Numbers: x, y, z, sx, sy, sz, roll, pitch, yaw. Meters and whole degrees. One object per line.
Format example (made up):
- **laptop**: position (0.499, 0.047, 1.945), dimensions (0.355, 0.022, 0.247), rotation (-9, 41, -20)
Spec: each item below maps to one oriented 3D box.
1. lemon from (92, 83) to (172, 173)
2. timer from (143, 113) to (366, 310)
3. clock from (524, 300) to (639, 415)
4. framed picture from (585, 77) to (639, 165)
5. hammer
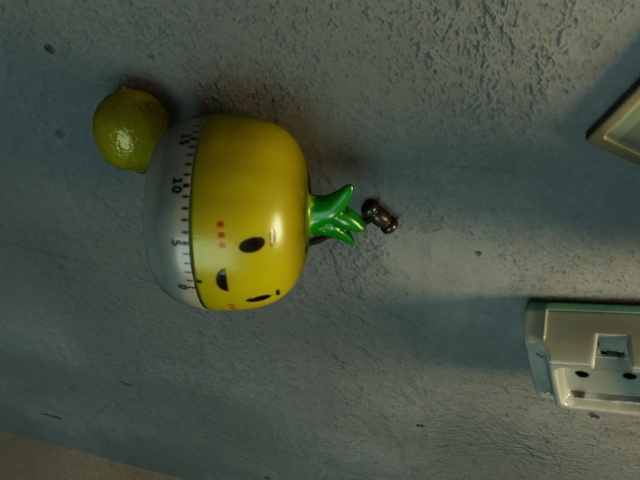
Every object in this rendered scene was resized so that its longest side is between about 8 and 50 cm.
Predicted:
- **lemon**: position (-0.258, -0.150, 0.981), dimensions (0.109, 0.109, 0.133), rotation (5, 127, 18)
- **timer**: position (-0.073, -0.036, 0.934), dimensions (0.285, 0.285, 0.285), rotation (12, 144, 9)
- **clock**: position (0.462, 0.202, 1.115), dimensions (0.262, 0.116, 0.231), rotation (1, 141, 24)
- **framed picture**: position (0.453, -0.155, 0.734), dimensions (0.213, 0.016, 0.289), rotation (24, 144, -6)
- **hammer**: position (0.000, 0.000, 1.135), dimensions (0.058, 0.029, 0.292), rotation (42, 140, -25)
